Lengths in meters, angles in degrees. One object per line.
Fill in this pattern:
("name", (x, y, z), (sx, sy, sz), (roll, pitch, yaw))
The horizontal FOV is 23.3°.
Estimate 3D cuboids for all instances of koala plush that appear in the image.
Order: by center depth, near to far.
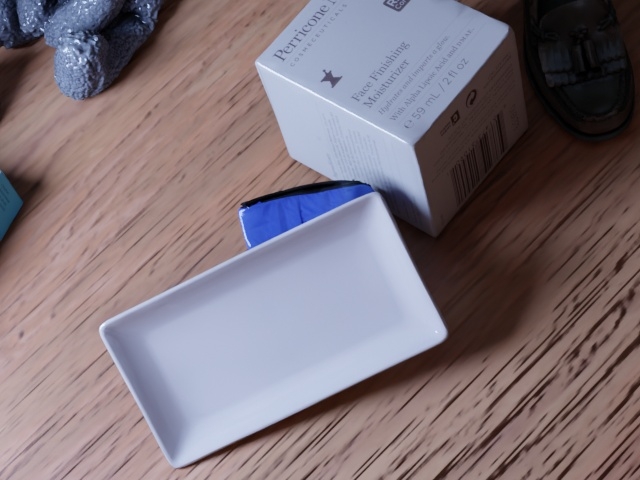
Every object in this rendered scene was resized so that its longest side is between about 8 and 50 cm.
("koala plush", (-0.261, -0.299, 1.551), (0.196, 0.221, 0.203), (32, 71, 28))

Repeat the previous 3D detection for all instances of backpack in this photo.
("backpack", (0.000, 0.000, 1.383), (0.120, 0.098, 0.101), (-16, 86, 4))

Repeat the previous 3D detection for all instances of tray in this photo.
("tray", (-0.039, 0.076, 1.332), (0.270, 0.030, 0.145), (-26, 96, 7))

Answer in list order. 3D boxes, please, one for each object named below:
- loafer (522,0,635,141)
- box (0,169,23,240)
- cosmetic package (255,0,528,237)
("loafer", (0.231, -0.218, 1.463), (0.096, 0.084, 0.267), (-13, 57, 6))
("box", (-0.390, 0.034, 1.475), (0.101, 0.060, 0.244), (16, 64, 22))
("cosmetic package", (0.068, -0.132, 1.410), (0.184, 0.151, 0.151), (30, 69, 28))
